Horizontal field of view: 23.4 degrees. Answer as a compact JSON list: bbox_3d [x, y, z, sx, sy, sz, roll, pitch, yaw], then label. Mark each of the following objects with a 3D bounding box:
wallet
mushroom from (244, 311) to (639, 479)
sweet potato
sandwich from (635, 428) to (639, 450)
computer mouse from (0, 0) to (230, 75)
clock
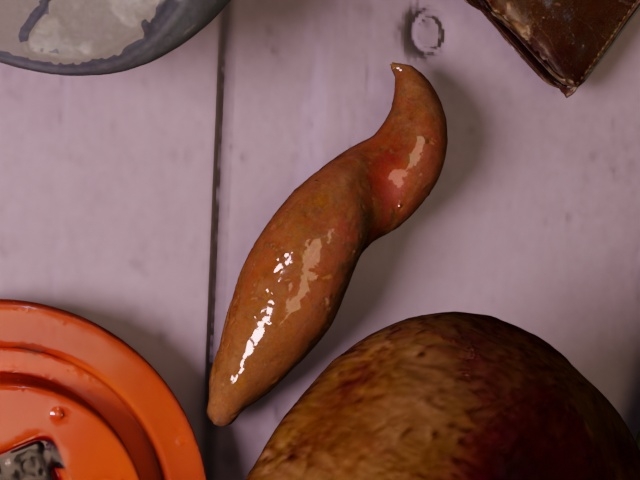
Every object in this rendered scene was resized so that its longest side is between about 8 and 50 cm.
[{"bbox_3d":[0.084,-0.191,0.799,0.232,0.031,0.122,45,69,-20],"label":"wallet"},{"bbox_3d":[0.035,0.212,0.659,0.345,0.239,0.345,-22,134,-25],"label":"mushroom"},{"bbox_3d":[0.002,0.001,0.749,0.055,0.058,0.202,36,76,2],"label":"sweet potato"},{"bbox_3d":[0.253,0.160,0.791,0.109,0.212,0.292,13,71,-38],"label":"sandwich"},{"bbox_3d":[-0.208,-0.164,0.641,0.379,0.090,0.167,10,87,-18],"label":"computer mouse"},{"bbox_3d":[-0.146,0.128,0.686,0.205,0.051,0.205,-1,91,-25],"label":"clock"}]
